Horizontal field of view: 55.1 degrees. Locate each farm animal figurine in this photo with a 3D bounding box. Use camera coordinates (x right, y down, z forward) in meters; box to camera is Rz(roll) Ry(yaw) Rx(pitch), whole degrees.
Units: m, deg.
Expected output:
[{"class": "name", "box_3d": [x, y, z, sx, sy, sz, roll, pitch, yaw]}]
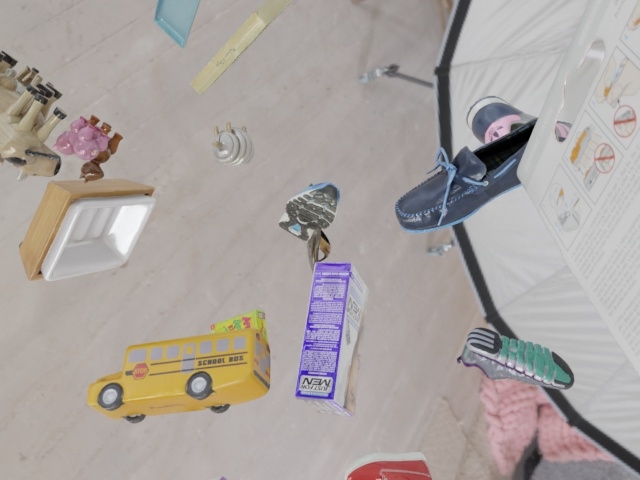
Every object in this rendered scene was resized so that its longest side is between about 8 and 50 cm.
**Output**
[{"class": "farm animal figurine", "box_3d": [-0.526, -0.198, 1.081, 0.172, 0.326, 0.330, -52, 176, 1]}]

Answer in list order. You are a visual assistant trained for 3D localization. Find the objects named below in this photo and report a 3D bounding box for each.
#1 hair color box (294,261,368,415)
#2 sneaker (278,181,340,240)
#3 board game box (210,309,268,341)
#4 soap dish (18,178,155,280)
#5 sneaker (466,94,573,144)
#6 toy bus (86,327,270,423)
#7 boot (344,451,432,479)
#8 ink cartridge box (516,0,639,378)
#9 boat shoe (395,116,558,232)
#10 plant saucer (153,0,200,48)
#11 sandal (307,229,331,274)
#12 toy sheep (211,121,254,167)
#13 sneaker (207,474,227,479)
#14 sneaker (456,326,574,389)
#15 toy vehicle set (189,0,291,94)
[{"class": "hair color box", "box_3d": [0.035, 0.243, 1.512, 0.185, 0.110, 0.339, 55, 41, -59]}, {"class": "sneaker", "box_3d": [-0.012, -0.055, 0.838, 0.063, 0.162, 0.073, 31, 71, -11]}, {"class": "board game box", "box_3d": [-0.242, 0.274, 1.812, 0.043, 0.181, 0.092, 22, 53, -53]}, {"class": "soap dish", "box_3d": [-0.535, -0.036, 1.418, 0.229, 0.118, 0.291, -58, 166, 17]}, {"class": "sneaker", "box_3d": [0.443, -0.182, 1.225, 0.318, 0.112, 0.131, 12, 35, -20]}, {"class": "toy bus", "box_3d": [-0.269, 0.261, 1.177, 0.108, 0.332, 0.130, 64, 20, -56]}, {"class": "boot", "box_3d": [0.195, 0.661, 1.630, 0.244, 0.176, 0.089, 0, 125, -15]}, {"class": "ink cartridge box", "box_3d": [0.332, -0.044, 0.537, 0.308, 0.091, 0.385, 97, -18, -48]}, {"class": "boat shoe", "box_3d": [0.219, -0.106, 0.896, 0.258, 0.109, 0.089, -31, 134, -2]}, {"class": "plant saucer", "box_3d": [-0.215, -0.359, 0.933, 0.067, 0.192, 0.018, 43, 69, -10]}, {"class": "sandal", "box_3d": [0.000, 0.000, 1.584, 0.060, 0.090, 0.220, -2, 110, -9]}, {"class": "toy sheep", "box_3d": [-0.182, -0.194, 1.262, 0.132, 0.091, 0.091, -3, 90, -60]}, {"class": "sneaker", "box_3d": [-0.354, 0.789, 1.711, 0.305, 0.152, 0.114, -58, 131, -70]}, {"class": "sneaker", "box_3d": [0.395, 0.255, 1.249, 0.083, 0.223, 0.098, -59, 169, -46]}, {"class": "toy vehicle set", "box_3d": [-0.170, -0.437, 1.339, 0.035, 0.266, 0.166, 44, 46, -16]}]
